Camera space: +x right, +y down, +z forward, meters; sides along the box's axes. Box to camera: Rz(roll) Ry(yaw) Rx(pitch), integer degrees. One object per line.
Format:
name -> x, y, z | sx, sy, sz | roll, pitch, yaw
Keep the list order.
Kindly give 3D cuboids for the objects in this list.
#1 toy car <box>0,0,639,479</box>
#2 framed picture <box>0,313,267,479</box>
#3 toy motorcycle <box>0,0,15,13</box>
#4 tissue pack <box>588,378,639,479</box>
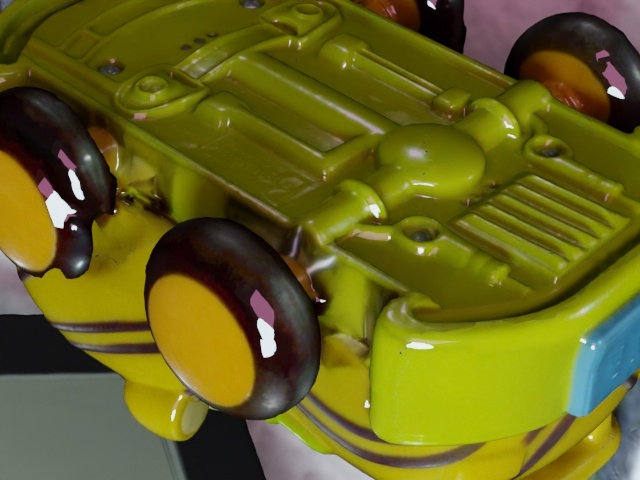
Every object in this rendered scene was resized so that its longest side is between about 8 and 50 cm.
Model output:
toy car -> 0.000, 0.000, 0.510 | 0.248, 0.200, 0.142 | 33, 135, 33
framed picture -> -0.155, 0.122, 0.456 | 0.347, 0.265, 0.016 | 2, 136, -30
toy motorcycle -> -0.157, -0.060, 0.547 | 0.122, 0.082, 0.213 | 6, 71, -3
tissue pack -> 0.241, 0.059, 0.555 | 0.288, 0.124, 0.394 | 15, 101, 1
